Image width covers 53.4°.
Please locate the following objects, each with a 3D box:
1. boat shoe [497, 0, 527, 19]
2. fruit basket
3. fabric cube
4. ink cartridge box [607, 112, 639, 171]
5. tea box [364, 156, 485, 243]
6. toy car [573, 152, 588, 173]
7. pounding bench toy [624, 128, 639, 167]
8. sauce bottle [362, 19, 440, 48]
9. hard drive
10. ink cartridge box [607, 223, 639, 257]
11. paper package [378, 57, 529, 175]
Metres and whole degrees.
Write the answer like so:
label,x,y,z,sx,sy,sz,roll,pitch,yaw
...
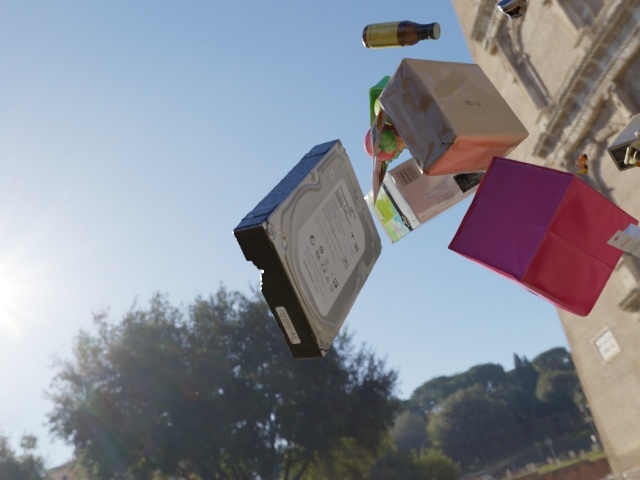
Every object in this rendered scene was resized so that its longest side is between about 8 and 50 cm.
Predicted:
label,x,y,z,sx,sy,sz,roll,pitch,yaw
boat shoe,0.571,-0.683,1.855,0.066,0.066,0.183,-8,22,39
fruit basket,0.222,-0.334,1.995,0.165,0.353,0.327,7,-39,12
fabric cube,0.507,-0.012,1.468,0.258,0.254,0.259,24,-85,-32
ink cartridge box,0.966,-0.310,1.824,0.234,0.088,0.193,-40,12,-34
tea box,0.379,-0.182,2.285,0.329,0.220,0.323,-30,-7,-17
toy car,0.777,-0.230,1.898,0.040,0.060,0.122,-1,9,23
pounding bench toy,0.679,-0.188,1.314,0.052,0.065,0.083,-42,-35,-14
sauce bottle,0.129,-0.330,1.017,0.128,0.042,0.042,9,-11,33
hard drive,0.000,0.000,1.048,0.064,0.237,0.339,-12,23,27
ink cartridge box,0.569,0.001,1.146,0.083,0.028,0.048,25,-30,8
paper package,0.372,-0.351,1.798,0.324,0.309,0.168,-8,-29,-37
